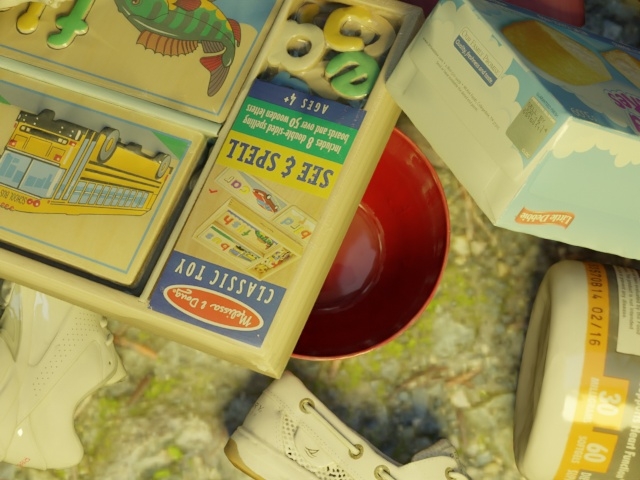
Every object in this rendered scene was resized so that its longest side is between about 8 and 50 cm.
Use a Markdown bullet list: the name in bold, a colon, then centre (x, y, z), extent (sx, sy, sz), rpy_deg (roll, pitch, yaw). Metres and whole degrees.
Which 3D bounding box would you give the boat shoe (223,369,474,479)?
- **boat shoe**: centre (0.069, 0.184, 1.166), extent (0.277, 0.098, 0.096), rpy_deg (31, 83, 5)

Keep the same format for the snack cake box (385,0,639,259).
- **snack cake box**: centre (0.191, -0.068, 1.107), extent (0.089, 0.264, 0.152), rpy_deg (-57, 46, 24)

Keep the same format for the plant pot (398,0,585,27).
- **plant pot**: centre (0.108, -0.226, 1.192), extent (0.201, 0.201, 0.180), rpy_deg (-15, 98, -3)

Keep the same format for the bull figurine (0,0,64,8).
- **bull figurine**: centre (-0.286, -0.153, 1.120), extent (0.188, 0.101, 0.310), rpy_deg (14, 72, 28)

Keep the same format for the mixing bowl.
- **mixing bowl**: centre (0.000, 0.000, 1.193), extent (0.181, 0.098, 0.181), rpy_deg (0, 81, -1)

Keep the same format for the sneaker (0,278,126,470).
- **sneaker**: centre (-0.192, 0.062, 1.201), extent (0.115, 0.090, 0.232), rpy_deg (22, 69, -27)

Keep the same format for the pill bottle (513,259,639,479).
- **pill bottle**: centre (0.284, 0.111, 1.147), extent (0.278, 0.162, 0.162), rpy_deg (9, 81, 1)

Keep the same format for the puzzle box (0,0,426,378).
- **puzzle box**: centre (-0.160, -0.093, 1.157), extent (0.409, 0.052, 0.272), rpy_deg (18, 73, 19)
